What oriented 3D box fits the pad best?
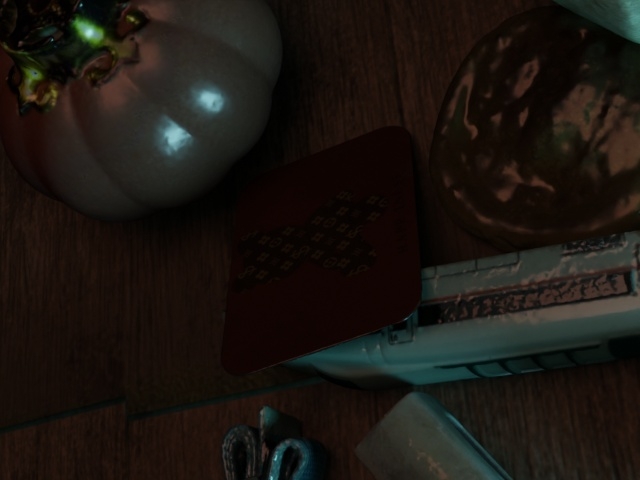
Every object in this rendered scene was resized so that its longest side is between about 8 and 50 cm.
[{"bbox_3d":[0.000,0.000,0.981,0.181,0.004,0.267,-20,36,16],"label":"pad"}]

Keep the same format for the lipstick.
[{"bbox_3d":[0.133,0.224,0.840,0.077,0.079,0.253,-47,55,5],"label":"lipstick"}]

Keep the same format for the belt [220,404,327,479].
[{"bbox_3d":[-0.036,0.286,0.918,0.087,0.072,0.302,-11,67,30],"label":"belt"}]

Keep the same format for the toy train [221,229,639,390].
[{"bbox_3d":[0.098,0.071,0.923,0.407,0.086,0.088,-11,68,26],"label":"toy train"}]

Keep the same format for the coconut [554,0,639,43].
[{"bbox_3d":[0.270,-0.275,0.878,0.237,0.237,0.266,-53,49,1],"label":"coconut"}]

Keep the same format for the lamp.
[{"bbox_3d":[-0.190,-0.172,1.088,0.305,0.239,0.305,-12,65,26],"label":"lamp"}]

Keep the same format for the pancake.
[{"bbox_3d":[0.194,-0.095,0.955,0.242,0.050,0.242,-12,64,26],"label":"pancake"}]
